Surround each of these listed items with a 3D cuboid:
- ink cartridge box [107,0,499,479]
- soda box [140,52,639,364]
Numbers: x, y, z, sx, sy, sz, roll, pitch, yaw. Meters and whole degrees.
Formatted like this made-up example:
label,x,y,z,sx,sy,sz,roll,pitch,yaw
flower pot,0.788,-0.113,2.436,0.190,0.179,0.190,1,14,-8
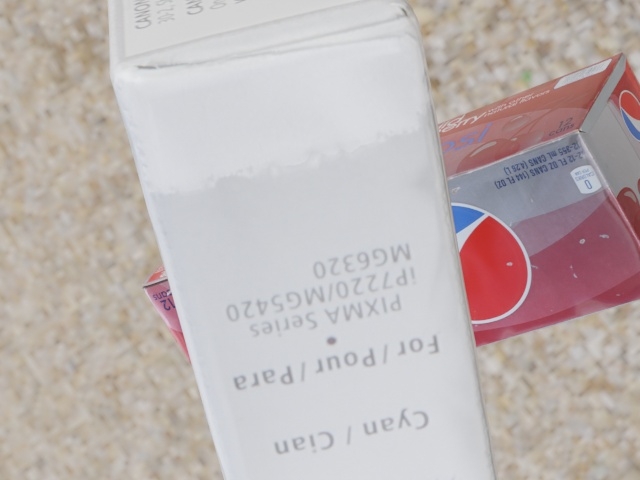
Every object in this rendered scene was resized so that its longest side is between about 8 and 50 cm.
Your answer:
label,x,y,z,sx,sy,sz,roll,pitch,yaw
ink cartridge box,0.000,0.000,0.523,0.296,0.066,0.261,-103,-1,-60
soda box,0.046,0.004,0.881,0.263,0.083,0.092,-19,111,34
